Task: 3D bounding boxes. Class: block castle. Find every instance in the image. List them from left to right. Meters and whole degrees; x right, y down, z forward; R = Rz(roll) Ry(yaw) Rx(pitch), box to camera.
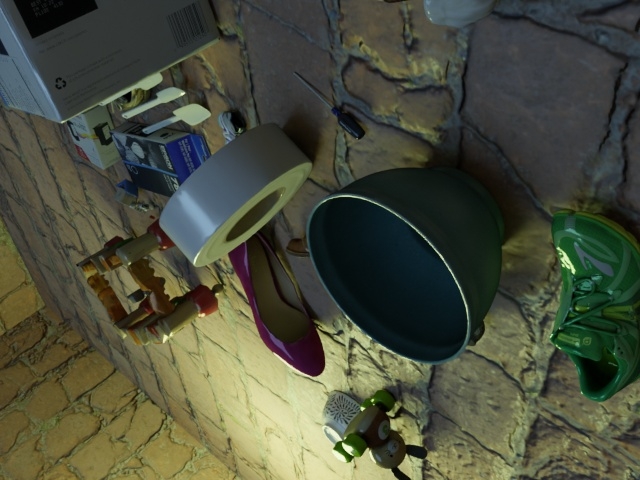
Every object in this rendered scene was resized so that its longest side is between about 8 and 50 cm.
[{"bbox_3d":[-0.482,0.114,1.955,0.453,0.213,0.303,-13,108,54],"label":"block castle"}]

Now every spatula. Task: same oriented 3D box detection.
[{"bbox_3d":[-0.360,-0.284,1.455,0.242,0.019,0.168,-11,147,44],"label":"spatula"}]

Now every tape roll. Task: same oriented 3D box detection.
[{"bbox_3d":[-0.150,-0.079,1.239,0.100,0.286,0.286,47,149,5],"label":"tape roll"}]

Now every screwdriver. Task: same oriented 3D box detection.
[{"bbox_3d":[0.011,-0.227,1.128,0.170,0.024,0.025,46,178,12],"label":"screwdriver"}]

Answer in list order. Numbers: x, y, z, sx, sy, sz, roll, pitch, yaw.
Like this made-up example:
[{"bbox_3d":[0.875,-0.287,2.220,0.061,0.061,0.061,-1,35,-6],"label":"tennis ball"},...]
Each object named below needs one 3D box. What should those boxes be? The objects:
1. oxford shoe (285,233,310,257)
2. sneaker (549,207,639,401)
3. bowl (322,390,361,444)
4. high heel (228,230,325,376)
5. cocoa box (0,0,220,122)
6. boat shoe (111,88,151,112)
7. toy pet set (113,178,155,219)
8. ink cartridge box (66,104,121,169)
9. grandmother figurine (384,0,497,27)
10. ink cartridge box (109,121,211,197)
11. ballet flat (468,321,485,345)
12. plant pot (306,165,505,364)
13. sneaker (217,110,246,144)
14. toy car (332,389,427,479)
[{"bbox_3d":[0.000,0.000,1.356,0.212,0.076,0.076,-1,92,55],"label":"oxford shoe"},{"bbox_3d":[0.366,0.093,0.903,0.109,0.123,0.295,6,127,50],"label":"sneaker"},{"bbox_3d":[0.058,0.476,1.753,0.170,0.080,0.170,32,144,28],"label":"bowl"},{"bbox_3d":[-0.095,0.143,1.542,0.377,0.127,0.181,53,160,3],"label":"high heel"},{"bbox_3d":[-0.396,-0.388,1.168,0.228,0.347,0.231,19,138,42],"label":"cocoa box"},{"bbox_3d":[-0.424,-0.354,1.491,0.104,0.089,0.285,52,150,-4],"label":"boat shoe"},{"bbox_3d":[-0.519,-0.122,1.914,0.122,0.065,0.114,24,175,42],"label":"toy pet set"},{"bbox_3d":[-0.605,-0.294,1.808,0.127,0.072,0.175,28,143,34],"label":"ink cartridge box"},{"bbox_3d":[0.063,-0.359,0.824,0.342,0.104,0.208,36,-174,22],"label":"grandmother figurine"},{"bbox_3d":[-0.368,-0.184,1.628,0.333,0.065,0.165,15,133,43],"label":"ink cartridge box"},{"bbox_3d":[0.195,0.124,1.237,0.250,0.058,0.084,17,157,51],"label":"ballet flat"},{"bbox_3d":[0.151,0.008,1.022,0.293,0.196,0.293,32,144,27],"label":"plant pot"},{"bbox_3d":[-0.163,-0.210,1.353,0.069,0.038,0.098,4,127,52],"label":"sneaker"},{"bbox_3d":[0.153,0.468,1.565,0.188,0.155,0.149,38,148,3],"label":"toy car"}]
